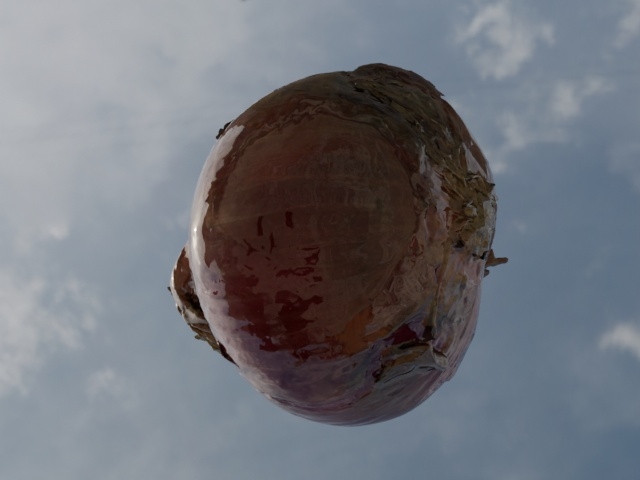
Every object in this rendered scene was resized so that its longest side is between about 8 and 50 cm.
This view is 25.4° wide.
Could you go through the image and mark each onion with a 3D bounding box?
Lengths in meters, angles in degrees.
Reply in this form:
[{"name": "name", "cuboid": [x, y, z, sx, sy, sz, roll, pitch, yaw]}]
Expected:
[{"name": "onion", "cuboid": [0.033, 0.005, 1.355, 0.353, 0.354, 0.354, -3, -119, 6]}]
